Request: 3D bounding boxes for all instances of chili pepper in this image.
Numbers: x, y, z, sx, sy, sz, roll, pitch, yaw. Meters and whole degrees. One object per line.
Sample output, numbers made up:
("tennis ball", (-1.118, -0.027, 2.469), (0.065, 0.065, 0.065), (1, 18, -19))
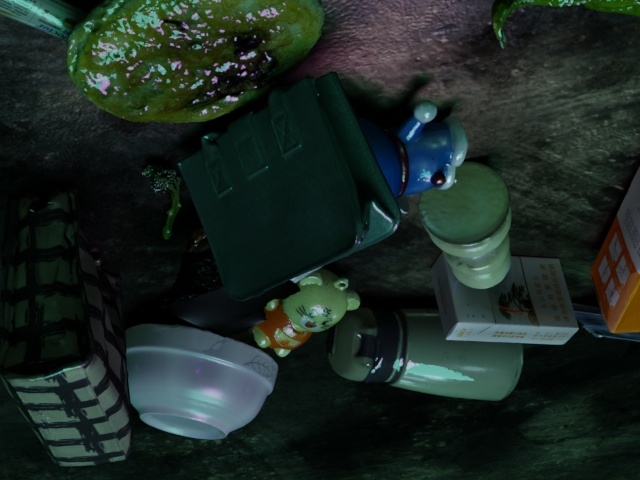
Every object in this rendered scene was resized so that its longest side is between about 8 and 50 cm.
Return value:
("chili pepper", (0.381, -0.306, 1.478), (0.359, 0.076, 0.084), (-6, 120, -10))

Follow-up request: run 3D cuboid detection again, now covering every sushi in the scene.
("sushi", (-0.137, 0.033, 1.803), (0.172, 0.150, 0.153), (-29, 142, 28))

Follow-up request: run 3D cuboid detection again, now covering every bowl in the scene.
("bowl", (-0.227, 0.261, 2.057), (0.287, 0.143, 0.287), (10, 157, 4))

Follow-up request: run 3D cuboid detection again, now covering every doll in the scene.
("doll", (0.080, -0.114, 1.654), (0.257, 0.161, 0.215), (-12, 137, -26))

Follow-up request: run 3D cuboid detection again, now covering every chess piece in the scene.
("chess piece", (0.245, -0.003, 1.861), (0.145, 0.144, 0.251), (-14, 152, 8))

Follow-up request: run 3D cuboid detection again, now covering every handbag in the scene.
("handbag", (-0.050, -0.067, 1.553), (0.089, 0.238, 0.326), (-19, 177, -40))
("handbag", (-0.376, 0.129, 1.735), (0.163, 0.326, 0.325), (-7, 147, -1))

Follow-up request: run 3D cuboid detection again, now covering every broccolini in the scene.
("broccolini", (-0.226, -0.058, 1.748), (0.052, 0.054, 0.194), (-24, 151, -12))

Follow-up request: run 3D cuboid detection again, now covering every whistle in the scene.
("whistle", (-0.057, 0.131, 2.013), (0.288, 0.106, 0.131), (-33, 133, 32))

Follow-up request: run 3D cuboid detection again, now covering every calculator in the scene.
("calculator", (0.604, 0.164, 2.181), (0.262, 0.021, 0.161), (5, 160, 40))

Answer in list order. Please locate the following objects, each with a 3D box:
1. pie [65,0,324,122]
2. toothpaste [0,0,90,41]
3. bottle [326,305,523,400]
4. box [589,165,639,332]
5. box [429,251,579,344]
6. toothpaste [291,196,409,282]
("pie", (-0.145, -0.236, 1.440), (0.323, 0.070, 0.323), (-13, 153, -7))
("toothpaste", (-0.352, -0.282, 1.374), (0.255, 0.037, 0.067), (20, 133, -36))
("bottle", (0.186, 0.200, 2.134), (0.347, 0.168, 0.168), (7, 144, -16))
("box", (0.606, 0.001, 1.906), (0.225, 0.143, 0.341), (-2, 139, -10))
("box", (0.317, 0.100, 2.017), (0.233, 0.149, 0.067), (3, 142, -19))
("toothpaste", (0.000, 0.000, 1.840), (0.299, 0.114, 0.073), (-31, 135, 23))
